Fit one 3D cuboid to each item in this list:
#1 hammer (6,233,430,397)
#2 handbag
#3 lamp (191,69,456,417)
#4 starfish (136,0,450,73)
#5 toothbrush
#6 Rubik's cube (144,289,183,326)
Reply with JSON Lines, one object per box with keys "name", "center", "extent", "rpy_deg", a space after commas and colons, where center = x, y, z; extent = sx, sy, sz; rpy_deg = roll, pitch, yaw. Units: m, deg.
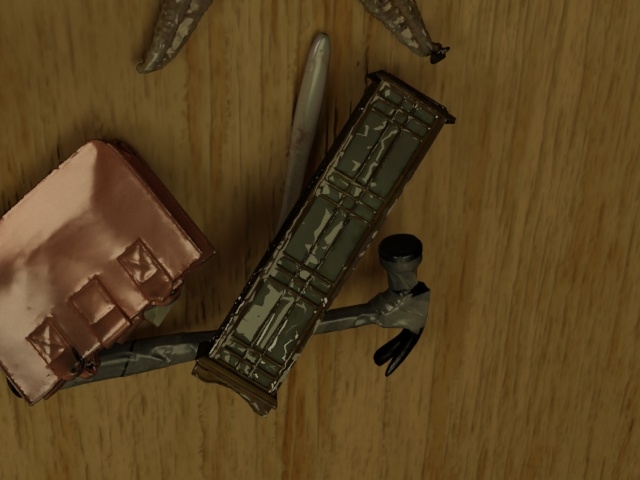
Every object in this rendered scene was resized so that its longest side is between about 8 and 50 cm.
{"name": "hammer", "center": [-0.098, 0.092, 1.197], "extent": [0.426, 0.044, 0.152], "rpy_deg": [-8, 122, -8]}
{"name": "handbag", "center": [-0.216, 0.027, 1.067], "extent": [0.212, 0.059, 0.157], "rpy_deg": [-41, 84, 8]}
{"name": "lamp", "center": [0.000, 0.000, 1.113], "extent": [0.090, 0.089, 0.325], "rpy_deg": [31, 93, -6]}
{"name": "starfish", "center": [0.014, -0.300, 0.959], "extent": [0.398, 0.132, 0.384], "rpy_deg": [-18, 134, -28]}
{"name": "toothbrush", "center": [-0.025, -0.055, 1.165], "extent": [0.025, 0.029, 0.307], "rpy_deg": [-2, 122, -24]}
{"name": "Rubik's cube", "center": [-0.163, 0.039, 1.137], "extent": [0.073, 0.084, 0.075], "rpy_deg": [5, 136, -21]}
